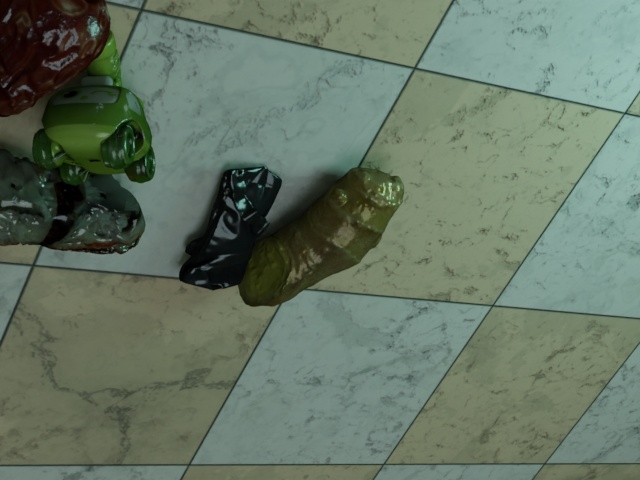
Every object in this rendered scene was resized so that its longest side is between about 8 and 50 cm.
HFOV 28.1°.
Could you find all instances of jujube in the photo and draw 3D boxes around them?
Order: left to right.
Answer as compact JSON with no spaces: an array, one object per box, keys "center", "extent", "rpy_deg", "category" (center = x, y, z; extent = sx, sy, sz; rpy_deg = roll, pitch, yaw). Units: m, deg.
[{"center":[-0.394,-0.268,1.725],"extent":[0.230,0.155,0.155],"rpy_deg":[-36,139,20],"category":"jujube"}]

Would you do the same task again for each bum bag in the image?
[{"center":[-0.149,-0.017,2.170],"extent":[0.123,0.060,0.248],"rpy_deg":[6,127,-32],"category":"bum bag"}]

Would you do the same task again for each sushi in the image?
[{"center":[-0.411,-0.058,1.939],"extent":[0.332,0.124,0.130],"rpy_deg":[6,139,-34],"category":"sushi"}]

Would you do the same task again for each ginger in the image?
[{"center":[0.000,0.000,2.229],"extent":[0.354,0.126,0.190],"rpy_deg":[-33,149,8],"category":"ginger"}]

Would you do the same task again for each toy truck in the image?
[{"center":[-0.316,-0.177,1.848],"extent":[0.148,0.210,0.187],"rpy_deg":[-1,152,9],"category":"toy truck"}]
